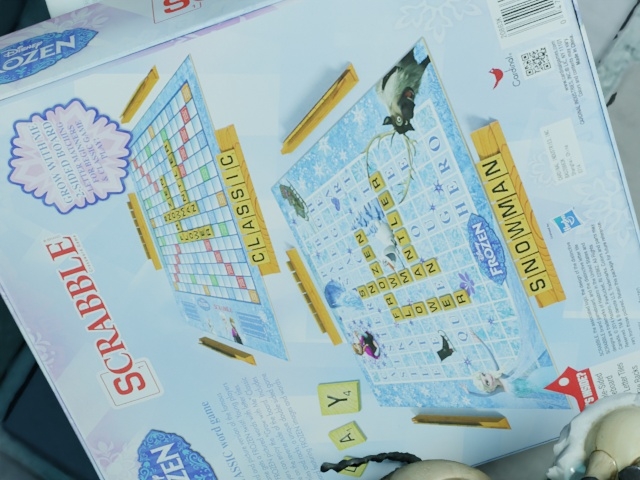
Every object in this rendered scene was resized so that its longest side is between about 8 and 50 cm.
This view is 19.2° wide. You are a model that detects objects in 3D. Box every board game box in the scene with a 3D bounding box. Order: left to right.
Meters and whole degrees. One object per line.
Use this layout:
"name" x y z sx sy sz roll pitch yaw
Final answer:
"board game box" 0.000 0.000 0.980 0.318 0.066 0.319 -18 124 4

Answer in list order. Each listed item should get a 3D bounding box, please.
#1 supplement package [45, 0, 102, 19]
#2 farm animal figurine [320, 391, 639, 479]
"supplement package" -0.023 -0.165 1.016 0.244 0.139 0.134 -18 92 3
"farm animal figurine" 0.082 0.259 0.983 0.330 0.172 0.327 -14 87 23
